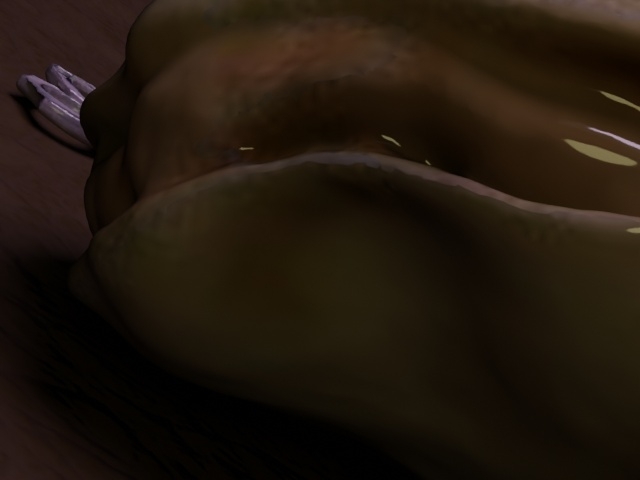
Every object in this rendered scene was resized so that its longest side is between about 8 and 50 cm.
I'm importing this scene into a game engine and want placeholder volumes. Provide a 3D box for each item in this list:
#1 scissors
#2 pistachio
[{"bbox_3d":[-0.084,-0.035,1.058,0.189,0.015,0.100,37,12,1],"label":"scissors"},{"bbox_3d":[0.112,0.002,0.791,0.445,0.281,0.365,7,-12,5],"label":"pistachio"}]
